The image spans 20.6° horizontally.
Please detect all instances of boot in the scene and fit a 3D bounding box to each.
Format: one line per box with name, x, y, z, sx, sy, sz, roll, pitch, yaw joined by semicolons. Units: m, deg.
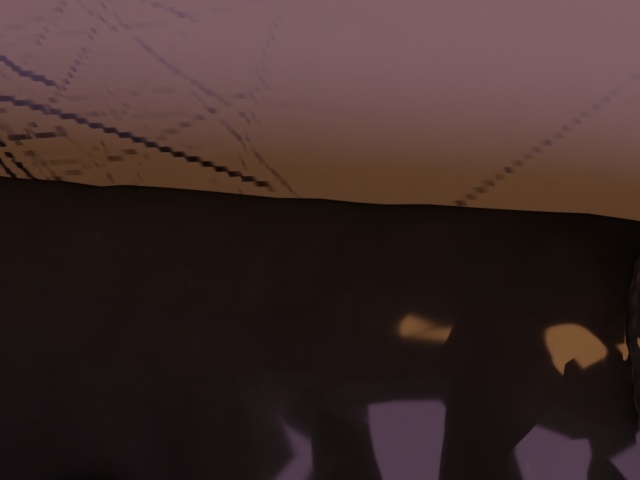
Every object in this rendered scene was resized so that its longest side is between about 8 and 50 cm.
boot;0.000;0.002;0.471;0.445;0.146;0.367;4;117;29
